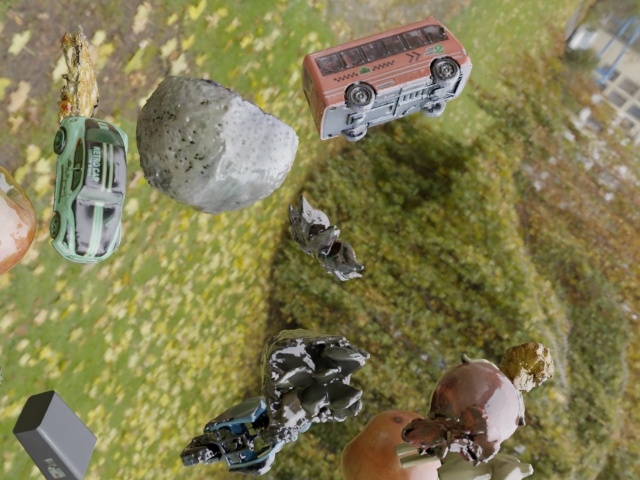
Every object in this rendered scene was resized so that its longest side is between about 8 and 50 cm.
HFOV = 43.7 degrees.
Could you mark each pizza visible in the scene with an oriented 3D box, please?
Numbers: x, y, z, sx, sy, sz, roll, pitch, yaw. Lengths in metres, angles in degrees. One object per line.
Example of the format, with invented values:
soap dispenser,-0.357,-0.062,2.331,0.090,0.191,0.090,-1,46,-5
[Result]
pizza,-0.631,-0.375,2.039,0.287,0.074,0.251,97,-6,-57

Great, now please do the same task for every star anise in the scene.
star anise,0.000,0.000,1.391,0.061,0.204,0.180,-37,149,-15

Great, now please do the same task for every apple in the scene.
apple,-0.514,-0.026,1.149,0.174,0.188,0.188,-35,175,-2
apple,0.172,0.517,1.870,0.253,0.254,0.253,-53,176,-5

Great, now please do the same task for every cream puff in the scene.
cream puff,0.421,0.262,1.627,0.116,0.122,0.094,128,-37,-55

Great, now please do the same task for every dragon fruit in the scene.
dragon fruit,-0.187,-0.151,1.433,0.221,0.283,0.203,12,-104,62

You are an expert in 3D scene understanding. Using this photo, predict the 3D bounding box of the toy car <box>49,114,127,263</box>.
toy car,-0.456,-0.110,1.605,0.125,0.136,0.305,-14,-108,49

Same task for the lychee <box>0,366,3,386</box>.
lychee,-0.788,0.317,1.766,0.171,0.171,0.171,-53,176,-5

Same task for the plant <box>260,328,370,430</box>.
plant,-0.021,0.281,1.607,0.276,0.199,0.188,-177,-93,-76

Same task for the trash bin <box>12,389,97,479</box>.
trash bin,-0.758,0.562,2.281,0.115,0.225,0.165,-14,-147,14

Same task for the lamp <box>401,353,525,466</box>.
lamp,0.259,0.292,1.328,0.223,0.151,0.215,-56,-168,-30

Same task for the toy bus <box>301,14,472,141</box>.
toy bus,0.171,-0.436,2.144,0.427,0.233,0.203,-19,162,-11

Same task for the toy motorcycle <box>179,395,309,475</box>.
toy motorcycle,-0.171,0.494,2.073,0.416,0.172,0.232,-26,-179,32

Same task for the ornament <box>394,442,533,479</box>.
ornament,0.269,0.428,1.520,0.245,0.061,0.230,-21,-167,8
